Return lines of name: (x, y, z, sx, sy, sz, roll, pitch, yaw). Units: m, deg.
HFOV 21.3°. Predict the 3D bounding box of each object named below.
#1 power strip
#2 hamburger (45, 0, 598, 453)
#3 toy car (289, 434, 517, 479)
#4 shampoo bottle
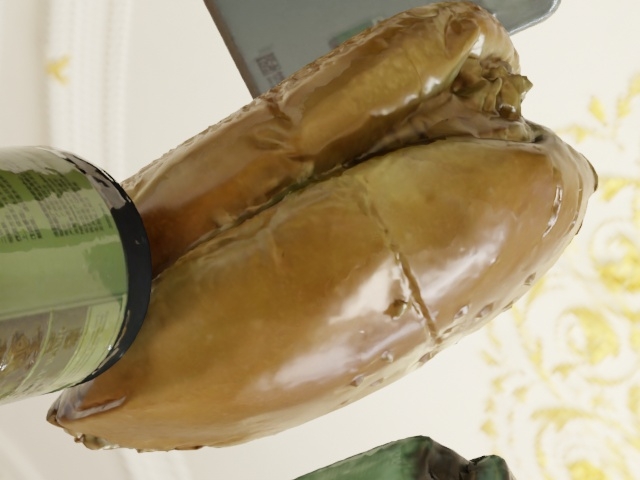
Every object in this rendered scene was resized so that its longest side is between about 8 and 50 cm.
power strip: (0.042, -0.132, 0.983, 0.193, 0.059, 0.265, -23, -62, 5)
hamburger: (0.000, 0.000, 0.752, 0.144, 0.283, 0.156, 59, -13, 4)
toy car: (-0.073, 0.167, 0.519, 0.097, 0.141, 0.320, 32, -45, -31)
shampoo bottle: (-0.174, 0.022, 0.574, 0.101, 0.284, 0.101, 3, -84, 29)
